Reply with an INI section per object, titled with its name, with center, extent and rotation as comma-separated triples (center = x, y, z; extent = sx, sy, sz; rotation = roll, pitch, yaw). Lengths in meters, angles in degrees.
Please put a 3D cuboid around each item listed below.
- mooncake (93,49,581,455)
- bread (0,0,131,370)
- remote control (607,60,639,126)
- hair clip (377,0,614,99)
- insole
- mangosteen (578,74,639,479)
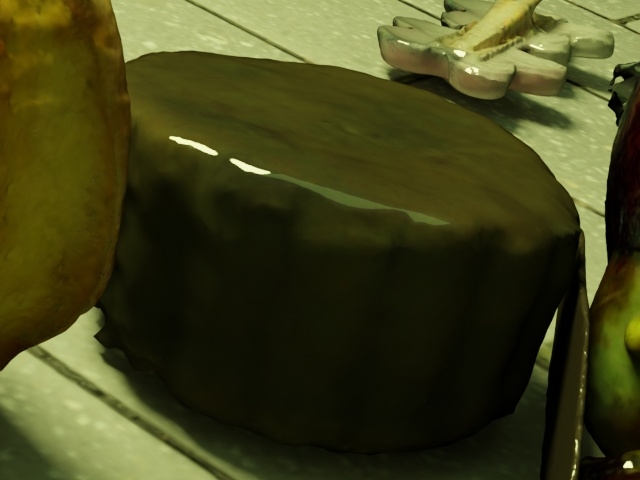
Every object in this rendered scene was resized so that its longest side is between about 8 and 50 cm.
[mooncake]
center = 0.000, 0.000, 0.695
extent = 0.228, 0.124, 0.228
rotation = 13, 21, -5
[bread]
center = -0.189, -0.063, 0.550
extent = 0.268, 0.268, 0.146
rotation = 28, 31, 21
[remote control]
center = 0.370, -0.014, 1.031
extent = 0.399, 0.062, 0.145
rotation = 36, 32, 31
[hair clip]
center = 0.136, -0.155, 1.165
extent = 0.146, 0.075, 0.257
rotation = 23, 32, 17
[insole]
center = 0.100, 0.069, 0.638
extent = 0.007, 0.111, 0.328
rotation = 11, 20, 6
[mangosteen]
center = 0.264, 0.012, 0.641
extent = 0.330, 0.330, 0.330
rotation = 15, 25, -7
